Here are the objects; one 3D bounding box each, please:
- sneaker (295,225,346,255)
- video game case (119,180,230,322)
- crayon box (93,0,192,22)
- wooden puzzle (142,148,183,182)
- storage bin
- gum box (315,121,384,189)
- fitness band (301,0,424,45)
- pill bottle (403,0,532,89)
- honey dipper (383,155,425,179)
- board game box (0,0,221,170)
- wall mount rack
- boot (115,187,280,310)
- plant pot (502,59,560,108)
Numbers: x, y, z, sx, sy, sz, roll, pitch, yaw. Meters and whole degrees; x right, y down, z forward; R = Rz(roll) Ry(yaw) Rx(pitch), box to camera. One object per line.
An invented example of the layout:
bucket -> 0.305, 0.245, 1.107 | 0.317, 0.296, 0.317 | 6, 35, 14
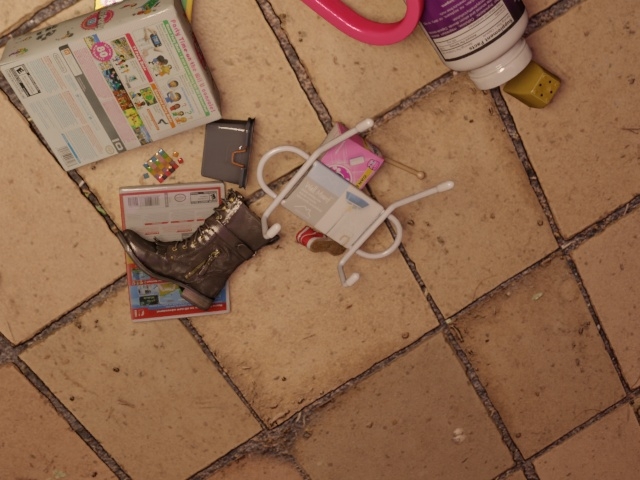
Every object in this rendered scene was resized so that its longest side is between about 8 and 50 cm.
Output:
sneaker -> 0.000, 0.000, 1.561 | 0.118, 0.067, 0.042 | 8, 108, -48
video game case -> -0.291, 0.024, 1.501 | 0.203, 0.025, 0.285 | -5, 111, -13
crayon box -> -0.294, -0.505, 1.269 | 0.165, 0.081, 0.279 | 5, 109, -15
wooden puzzle -> -0.309, -0.145, 1.443 | 0.083, 0.006, 0.049 | -42, 114, 4
storage bin -> -0.179, -0.171, 1.424 | 0.091, 0.098, 0.135 | 7, 109, -5
gum box -> 0.025, -0.126, 1.485 | 0.107, 0.062, 0.188 | 29, 114, -22
fitness band -> 0.053, -0.463, 1.305 | 0.290, 0.209, 0.054 | 36, 57, -9
pill bottle -> 0.262, -0.445, 1.375 | 0.181, 0.181, 0.323 | -39, 115, 2
honey dipper -> 0.148, -0.161, 1.535 | 0.160, 0.030, 0.031 | 23, 103, -19
board game box -> -0.351, -0.275, 1.282 | 0.303, 0.098, 0.224 | -17, 131, 4
wall mount rack -> 0.062, -0.078, 1.405 | 0.350, 0.130, 0.304 | 33, 111, -25
boot -> -0.236, -0.010, 1.452 | 0.263, 0.091, 0.229 | 38, 92, -27
plant pot -> 0.442, -0.318, 1.521 | 0.081, 0.083, 0.081 | 26, 102, -20
